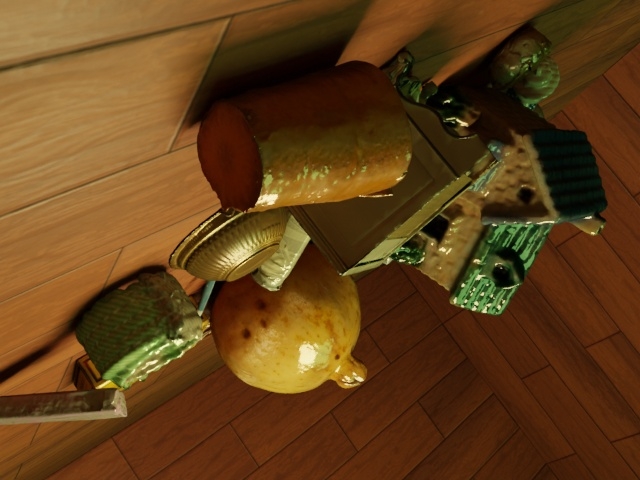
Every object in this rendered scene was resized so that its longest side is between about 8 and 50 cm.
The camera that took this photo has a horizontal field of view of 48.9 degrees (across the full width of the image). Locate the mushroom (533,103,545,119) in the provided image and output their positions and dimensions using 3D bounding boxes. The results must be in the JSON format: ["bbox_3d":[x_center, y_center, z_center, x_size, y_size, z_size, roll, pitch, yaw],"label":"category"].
[{"bbox_3d":[0.563,-0.311,2.122,0.243,0.243,0.243,-35,171,-6],"label":"mushroom"}]

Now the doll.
[{"bbox_3d":[0.520,-0.384,1.771,0.293,0.119,0.138,54,47,-81],"label":"doll"}]

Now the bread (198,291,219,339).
[{"bbox_3d":[-0.291,0.199,1.862,0.160,0.073,0.160,-33,168,-8],"label":"bread"}]

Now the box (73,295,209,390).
[{"bbox_3d":[-0.422,0.264,1.660,0.301,0.084,0.193,-31,169,-31],"label":"box"}]

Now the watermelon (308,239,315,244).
[{"bbox_3d":[0.000,0.000,1.917,0.110,0.078,0.078,-36,171,-3],"label":"watermelon"}]

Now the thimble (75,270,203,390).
[{"bbox_3d":[-0.326,0.163,1.300,0.219,0.150,0.219,-34,171,-6],"label":"thimble"}]

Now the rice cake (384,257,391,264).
[{"bbox_3d":[0.098,-0.014,1.776,0.085,0.226,0.040,-20,136,-54],"label":"rice cake"}]

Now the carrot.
[{"bbox_3d":[-0.028,-0.120,0.913,0.254,0.196,0.196,-20,163,-37],"label":"carrot"}]

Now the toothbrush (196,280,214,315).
[{"bbox_3d":[-0.258,0.136,1.557,0.025,0.019,0.276,-22,145,-50],"label":"toothbrush"}]

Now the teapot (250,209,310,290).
[{"bbox_3d":[-0.085,0.002,1.487,0.200,0.107,0.077,-59,-171,13],"label":"teapot"}]

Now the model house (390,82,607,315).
[{"bbox_3d":[0.396,-0.070,1.583,0.395,0.400,0.445,-11,134,-56],"label":"model house"}]

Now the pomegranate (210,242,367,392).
[{"bbox_3d":[-0.056,0.208,1.701,0.410,0.410,0.410,-35,171,-6],"label":"pomegranate"}]

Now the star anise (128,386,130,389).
[{"bbox_3d":[-0.508,0.365,1.989,0.141,0.042,0.141,-37,169,-9],"label":"star anise"}]

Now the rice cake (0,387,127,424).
[{"bbox_3d":[-0.506,0.303,1.273,0.298,0.050,0.106,-1,162,-12],"label":"rice cake"}]

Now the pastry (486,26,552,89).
[{"bbox_3d":[0.423,-0.388,1.507,0.153,0.081,0.153,-45,175,-5],"label":"pastry"}]

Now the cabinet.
[{"bbox_3d":[0.120,-0.129,1.255,0.318,0.227,0.290,-41,169,15],"label":"cabinet"}]

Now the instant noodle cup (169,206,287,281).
[{"bbox_3d":[-0.153,0.008,1.352,0.274,0.091,0.274,-34,171,-6],"label":"instant noodle cup"}]
